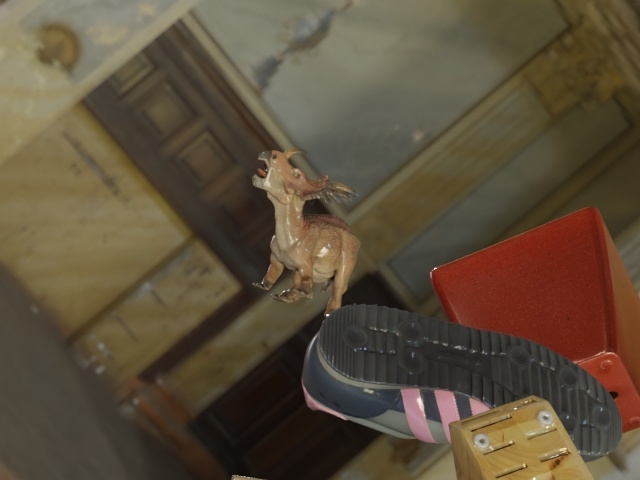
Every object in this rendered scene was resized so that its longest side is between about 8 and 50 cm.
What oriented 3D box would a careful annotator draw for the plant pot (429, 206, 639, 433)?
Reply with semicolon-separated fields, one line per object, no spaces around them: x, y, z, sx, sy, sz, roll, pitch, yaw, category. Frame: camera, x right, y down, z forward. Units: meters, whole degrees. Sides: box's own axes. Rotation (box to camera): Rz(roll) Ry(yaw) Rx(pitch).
0.342;0.160;2.029;0.267;0.267;0.236;56;18;-41;plant pot

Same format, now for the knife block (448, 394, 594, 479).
0.183;0.307;1.197;0.242;0.088;0.276;106;-37;-52;knife block

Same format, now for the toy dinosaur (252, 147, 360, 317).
0.000;0.000;2.061;0.127;0.200;0.295;17;-12;29;toy dinosaur

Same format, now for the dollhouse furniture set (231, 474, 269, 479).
-0.071;0.379;1.714;0.303;0.174;0.355;9;-11;-6;dollhouse furniture set

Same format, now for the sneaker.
0.134;0.155;1.381;0.319;0.112;0.131;19;-37;-7;sneaker
